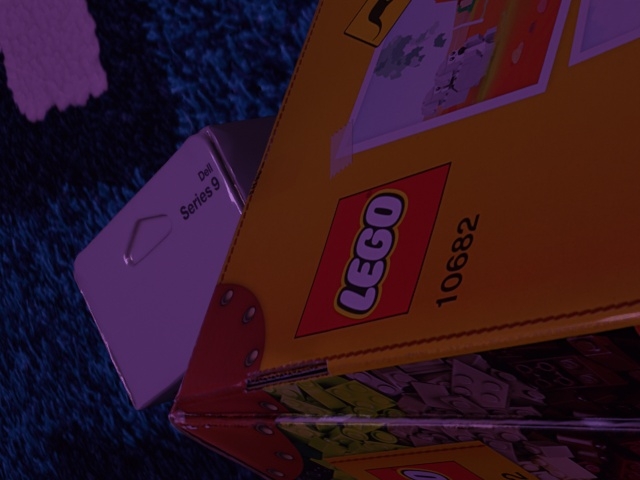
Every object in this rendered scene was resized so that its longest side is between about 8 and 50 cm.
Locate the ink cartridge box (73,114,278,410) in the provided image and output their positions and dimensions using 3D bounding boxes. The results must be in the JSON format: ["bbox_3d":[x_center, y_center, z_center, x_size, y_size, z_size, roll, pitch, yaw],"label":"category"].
[{"bbox_3d":[0.000,0.000,0.947,0.211,0.289,0.122,-41,70,46],"label":"ink cartridge box"}]

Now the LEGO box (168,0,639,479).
[{"bbox_3d":[0.181,-0.122,0.583,0.372,0.193,0.500,-16,48,49],"label":"LEGO box"}]
